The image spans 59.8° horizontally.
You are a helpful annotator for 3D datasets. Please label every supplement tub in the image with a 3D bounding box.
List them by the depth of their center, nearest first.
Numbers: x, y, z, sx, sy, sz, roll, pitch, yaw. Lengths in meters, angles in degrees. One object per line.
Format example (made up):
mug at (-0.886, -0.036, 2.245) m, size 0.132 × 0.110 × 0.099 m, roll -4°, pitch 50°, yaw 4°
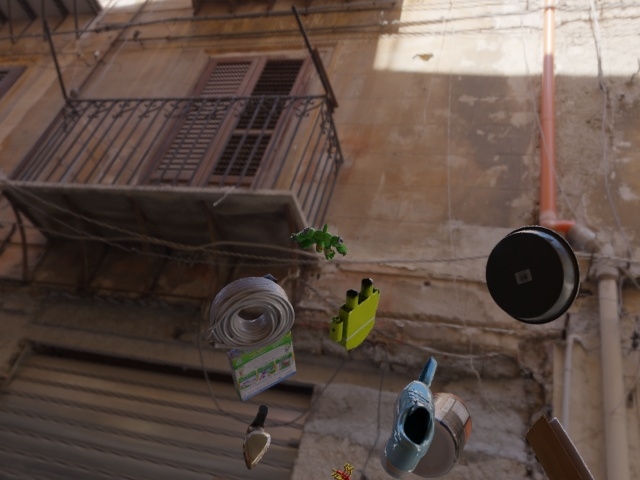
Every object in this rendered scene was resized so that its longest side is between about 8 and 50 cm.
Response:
supplement tub at (0.395, 0.643, 1.889) m, size 0.207 × 0.207 × 0.338 m, roll -1°, pitch 1°, yaw 24°

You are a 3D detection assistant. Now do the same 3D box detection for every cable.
cable at (-0.215, 0.234, 1.738) m, size 0.257 × 0.089 × 0.257 m, roll 19°, pitch -65°, yaw -26°

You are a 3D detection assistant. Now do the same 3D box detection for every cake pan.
cake pan at (0.609, 0.102, 1.637) m, size 0.054 × 0.293 × 0.293 m, roll 1°, pitch -20°, yaw -39°

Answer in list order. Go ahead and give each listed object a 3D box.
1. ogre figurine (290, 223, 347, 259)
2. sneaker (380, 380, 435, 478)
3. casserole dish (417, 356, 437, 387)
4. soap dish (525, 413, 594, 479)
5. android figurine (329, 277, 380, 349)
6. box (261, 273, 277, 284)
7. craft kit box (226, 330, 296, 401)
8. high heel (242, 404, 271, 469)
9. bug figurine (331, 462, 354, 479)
ogre figurine at (0.000, 0.000, 1.892) m, size 0.197 × 0.097 × 0.118 m, roll 34°, pitch -20°, yaw 5°
sneaker at (0.286, 0.511, 1.601) m, size 0.135 × 0.366 × 0.150 m, roll 31°, pitch -59°, yaw 2°
casserole dish at (0.414, 0.539, 2.179) m, size 0.037 × 0.188 × 0.114 m, roll 29°, pitch -50°, yaw 9°
soap dish at (0.742, 0.705, 1.678) m, size 0.118 × 0.291 × 0.229 m, roll -28°, pitch -48°, yaw 8°
android figurine at (0.124, 0.264, 1.920) m, size 0.056 × 0.248 × 0.273 m, roll 28°, pitch -46°, yaw 31°
box at (-0.190, 0.162, 1.870) m, size 0.052 × 0.083 × 0.062 m, roll 35°, pitch -39°, yaw 49°
craft kit box at (-0.220, 0.472, 2.133) m, size 0.061 × 0.249 × 0.247 m, roll 45°, pitch -31°, yaw 41°
high heel at (-0.244, 0.761, 2.035) m, size 0.093 × 0.261 × 0.186 m, roll 17°, pitch -57°, yaw -5°
bug figurine at (0.041, 0.957, 2.079) m, size 0.216 × 0.279 × 0.072 m, roll 11°, pitch -65°, yaw 53°
